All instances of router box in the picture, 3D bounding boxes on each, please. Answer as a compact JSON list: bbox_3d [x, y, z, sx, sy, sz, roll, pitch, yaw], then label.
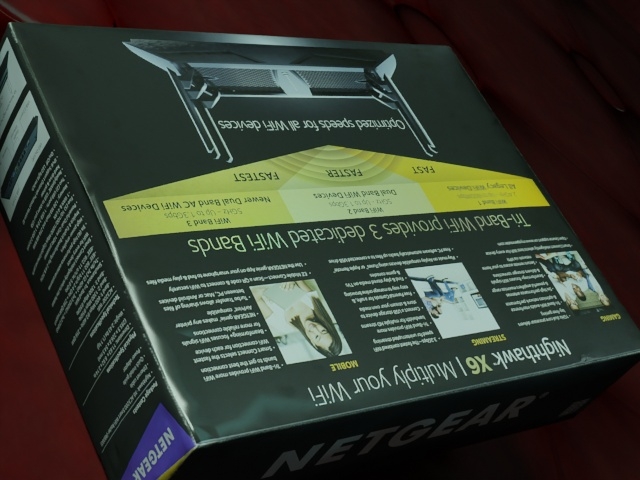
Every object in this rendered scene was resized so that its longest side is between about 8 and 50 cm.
[{"bbox_3d":[0.000,0.000,0.630,0.308,0.081,0.243,-4,54,-38],"label":"router box"}]
